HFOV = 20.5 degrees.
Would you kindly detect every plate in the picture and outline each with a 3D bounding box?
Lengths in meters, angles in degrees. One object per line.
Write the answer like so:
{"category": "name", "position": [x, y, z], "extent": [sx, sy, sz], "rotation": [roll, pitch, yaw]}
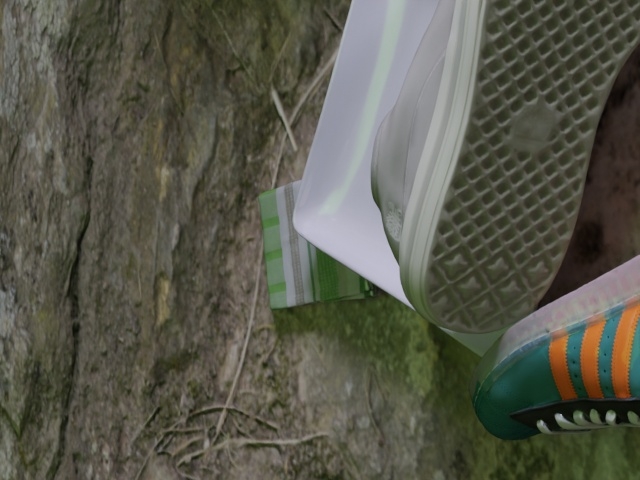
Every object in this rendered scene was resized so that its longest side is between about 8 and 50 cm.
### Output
{"category": "plate", "position": [0.107, -0.080, 1.376], "extent": [0.278, 0.045, 0.277], "rotation": [33, 114, 43]}

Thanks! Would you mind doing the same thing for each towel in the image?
{"category": "towel", "position": [0.000, 0.000, 1.549], "extent": [0.152, 0.023, 0.113], "rotation": [-12, 81, 53]}

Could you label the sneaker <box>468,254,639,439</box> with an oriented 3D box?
{"category": "sneaker", "position": [0.217, 0.091, 1.210], "extent": [0.302, 0.108, 0.121], "rotation": [-38, 59, 44]}

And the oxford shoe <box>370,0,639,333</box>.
{"category": "oxford shoe", "position": [0.141, -0.155, 1.201], "extent": [0.130, 0.169, 0.449], "rotation": [52, 129, 57]}
